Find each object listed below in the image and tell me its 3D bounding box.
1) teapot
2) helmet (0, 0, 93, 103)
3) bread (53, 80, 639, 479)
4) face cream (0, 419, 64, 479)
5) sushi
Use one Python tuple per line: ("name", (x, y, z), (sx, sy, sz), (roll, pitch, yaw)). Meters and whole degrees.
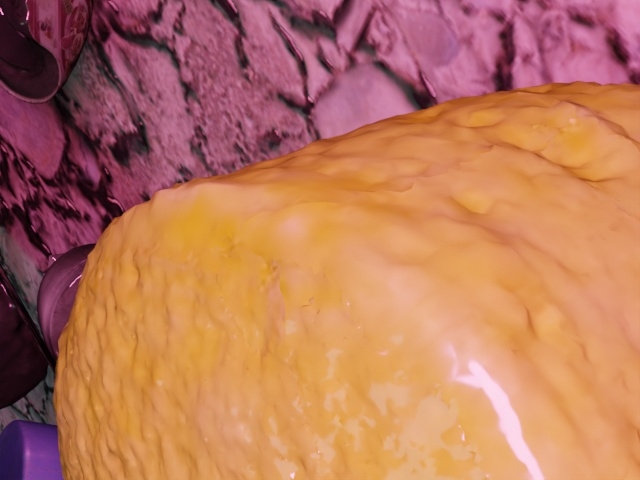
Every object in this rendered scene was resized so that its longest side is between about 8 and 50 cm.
("teapot", (-0.166, 0.053, 1.125), (0.108, 0.149, 0.111), (35, 107, 54))
("helmet", (-0.218, -0.193, 0.944), (0.153, 0.107, 0.177), (15, 149, 43))
("bread", (0.079, 0.099, 0.610), (0.348, 0.308, 0.348), (33, 136, 38))
("face cream", (-0.164, 0.283, 1.103), (0.249, 0.225, 0.249), (-166, 90, -71))
("sushi", (-0.327, 0.020, 1.146), (0.373, 0.100, 0.296), (56, 169, 20))
